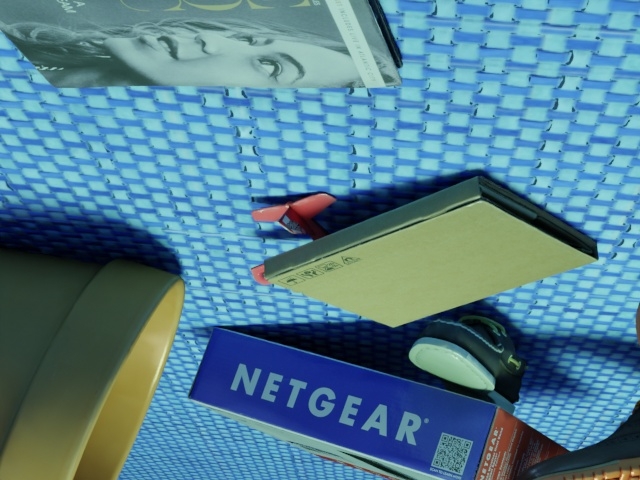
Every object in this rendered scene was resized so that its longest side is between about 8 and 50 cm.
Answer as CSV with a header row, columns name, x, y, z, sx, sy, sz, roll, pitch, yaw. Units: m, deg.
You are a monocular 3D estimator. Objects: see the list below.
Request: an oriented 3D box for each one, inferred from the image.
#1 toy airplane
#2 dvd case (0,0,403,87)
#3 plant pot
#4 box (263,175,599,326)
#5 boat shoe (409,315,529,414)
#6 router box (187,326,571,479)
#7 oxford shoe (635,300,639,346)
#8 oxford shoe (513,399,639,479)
name,x,y,z,sx,sy,sz,roll,pitch,yaw
toy airplane,0.000,0.000,1.067,0.151,0.028,0.151,-2,157,-1
dvd case,-0.077,-0.125,0.750,0.221,0.018,0.164,1,160,15
plant pot,-0.266,0.127,1.189,0.204,0.290,0.291,24,161,3
box,0.085,0.015,1.050,0.201,0.021,0.164,-21,151,35
boat shoe,0.142,0.106,1.275,0.081,0.068,0.228,18,167,23
router box,0.080,0.202,1.425,0.335,0.082,0.301,12,167,34
oxford shoe,0.400,0.147,1.075,0.130,0.348,0.123,-24,152,-48
oxford shoe,0.322,0.220,1.338,0.364,0.132,0.130,-3,125,-26
